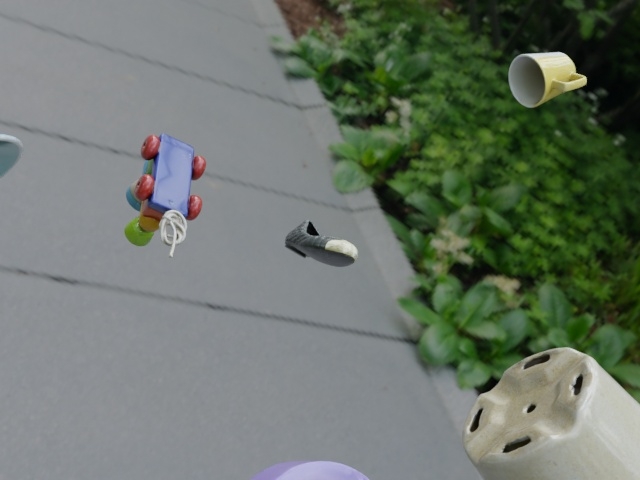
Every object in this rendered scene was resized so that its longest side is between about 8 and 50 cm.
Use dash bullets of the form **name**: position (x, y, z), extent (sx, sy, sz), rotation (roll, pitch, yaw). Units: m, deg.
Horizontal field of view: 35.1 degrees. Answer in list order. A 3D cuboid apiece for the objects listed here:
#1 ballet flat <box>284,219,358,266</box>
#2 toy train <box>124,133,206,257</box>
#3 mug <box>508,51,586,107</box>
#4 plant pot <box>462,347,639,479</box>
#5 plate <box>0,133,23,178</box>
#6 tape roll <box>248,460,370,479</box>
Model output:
- **ballet flat**: position (0.000, 0.000, 1.255), extent (0.057, 0.049, 0.173), rotation (31, -7, -24)
- **toy train**: position (-0.264, -0.036, 1.599), extent (0.105, 0.143, 0.248), rotation (23, 45, -26)
- **mug**: position (0.269, -0.188, 1.185), extent (0.064, 0.062, 0.078), rotation (-18, 59, -29)
- **plant pot**: position (0.376, 0.333, 1.442), extent (0.305, 0.333, 0.334), rotation (50, 25, -17)
- **plate**: position (-0.254, -0.023, 0.548), extent (0.188, 0.188, 0.024), rotation (-24, 89, -56)
- **tape roll**: position (-0.013, 0.345, 1.142), extent (0.188, 0.080, 0.189), rotation (6, 76, -23)
